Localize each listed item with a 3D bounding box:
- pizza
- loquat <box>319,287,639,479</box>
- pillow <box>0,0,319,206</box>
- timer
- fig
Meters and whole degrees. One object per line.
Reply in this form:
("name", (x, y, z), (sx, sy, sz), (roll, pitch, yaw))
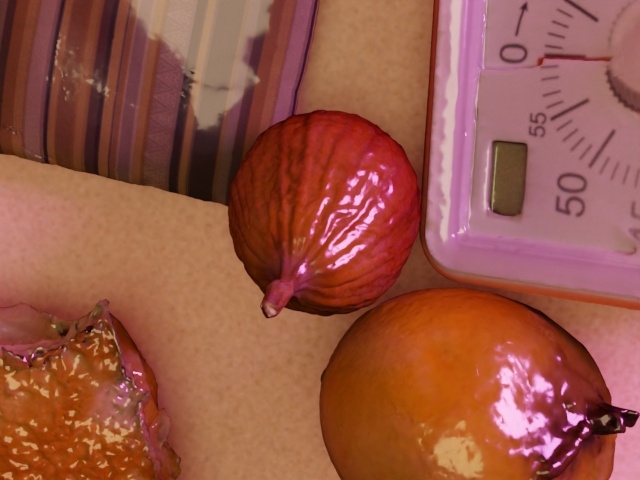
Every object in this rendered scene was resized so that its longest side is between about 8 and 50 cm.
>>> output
("pizza", (-0.206, 0.120, 0.737), (0.323, 0.089, 0.223), (13, 105, 1))
("loquat", (0.076, 0.101, 0.679), (0.172, 0.204, 0.149), (20, 88, -42))
("pillow", (-0.104, -0.134, 0.708), (0.212, 0.052, 0.208), (14, 103, 3))
("timer", (0.183, -0.096, 0.641), (0.250, 0.161, 0.258), (5, 99, 17))
("fig", (0.007, -0.011, 0.649), (0.119, 0.153, 0.119), (-2, 100, -9))
